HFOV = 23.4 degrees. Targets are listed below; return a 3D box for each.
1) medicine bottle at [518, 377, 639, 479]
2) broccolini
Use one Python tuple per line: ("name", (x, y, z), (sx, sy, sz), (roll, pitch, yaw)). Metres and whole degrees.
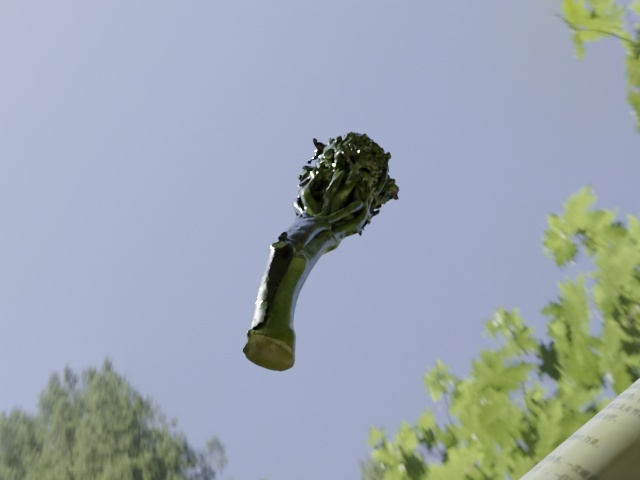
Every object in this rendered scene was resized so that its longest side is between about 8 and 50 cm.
("medicine bottle", (0.108, 0.064, 0.441), (0.231, 0.059, 0.059), (-36, -76, -16))
("broccolini", (0.000, 0.000, 0.702), (0.054, 0.239, 0.051), (36, -70, -4))
